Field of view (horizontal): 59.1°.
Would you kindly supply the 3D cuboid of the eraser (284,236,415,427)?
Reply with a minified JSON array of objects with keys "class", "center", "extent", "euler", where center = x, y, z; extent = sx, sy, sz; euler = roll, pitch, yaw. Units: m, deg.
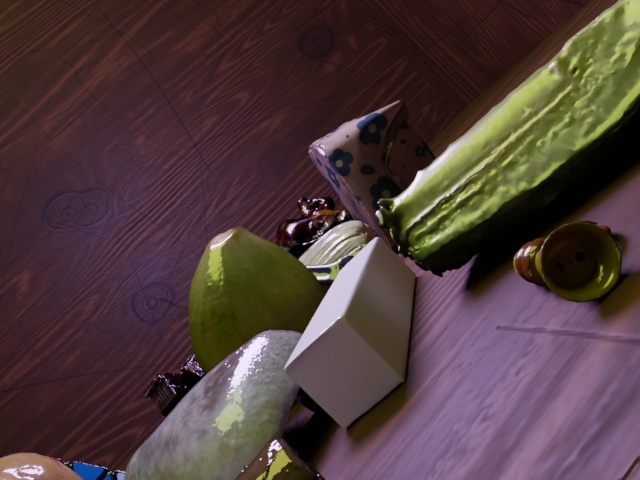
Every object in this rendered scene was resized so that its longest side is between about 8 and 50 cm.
[{"class":"eraser","center":[0.048,0.079,0.615],"extent":[0.076,0.078,0.298],"euler":[-45,1,18]}]

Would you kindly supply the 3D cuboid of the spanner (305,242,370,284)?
[{"class":"spanner","center":[-0.028,0.052,0.905],"extent":[0.315,0.024,0.087],"euler":[-5,73,36]}]

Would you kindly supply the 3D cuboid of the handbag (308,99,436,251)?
[{"class":"handbag","center":[0.123,-0.126,1.068],"extent":[0.193,0.252,0.190],"euler":[-36,7,-5]}]

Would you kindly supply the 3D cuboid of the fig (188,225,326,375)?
[{"class":"fig","center":[-0.095,0.106,0.810],"extent":[0.207,0.230,0.207],"euler":[-38,-13,-10]}]

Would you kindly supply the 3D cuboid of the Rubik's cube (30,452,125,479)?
[{"class":"Rubik's cube","center":[-0.558,0.558,1.195],"extent":[0.284,0.234,0.250],"euler":[-42,4,47]}]

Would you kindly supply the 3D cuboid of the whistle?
[{"class":"whistle","center":[0.157,0.005,0.369],"extent":[0.057,0.046,0.109],"euler":[-60,-6,6]}]

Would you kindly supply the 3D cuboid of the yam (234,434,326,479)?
[{"class":"yam","center":[-0.041,0.181,0.318],"extent":[0.127,0.084,0.084],"euler":[-43,1,-19]}]

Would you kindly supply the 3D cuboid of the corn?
[{"class":"corn","center":[-0.015,0.095,0.960],"extent":[0.305,0.123,0.122],"euler":[-46,3,14]}]

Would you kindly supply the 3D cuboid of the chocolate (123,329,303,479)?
[{"class":"chocolate","center":[-0.124,0.215,0.600],"extent":[0.303,0.100,0.185],"euler":[-47,10,35]}]

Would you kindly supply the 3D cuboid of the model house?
[{"class":"model house","center":[-0.330,0.367,1.438],"extent":[0.203,0.164,0.141],"euler":[-43,8,16]}]

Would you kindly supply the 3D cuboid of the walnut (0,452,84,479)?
[{"class":"walnut","center":[-0.497,0.491,0.885],"extent":[0.296,0.285,0.285],"euler":[-39,-1,-28]}]

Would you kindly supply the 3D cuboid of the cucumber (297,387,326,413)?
[{"class":"cucumber","center":[-0.001,0.153,0.579],"extent":[0.048,0.048,0.105],"euler":[-45,5,-9]}]

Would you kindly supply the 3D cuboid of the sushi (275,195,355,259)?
[{"class":"sushi","center":[0.000,0.001,1.371],"extent":[0.215,0.212,0.227],"euler":[-43,3,33]}]

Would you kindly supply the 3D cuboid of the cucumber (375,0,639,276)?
[{"class":"cucumber","center":[0.210,-0.093,0.511],"extent":[0.325,0.105,0.145],"euler":[-44,-25,27]}]
